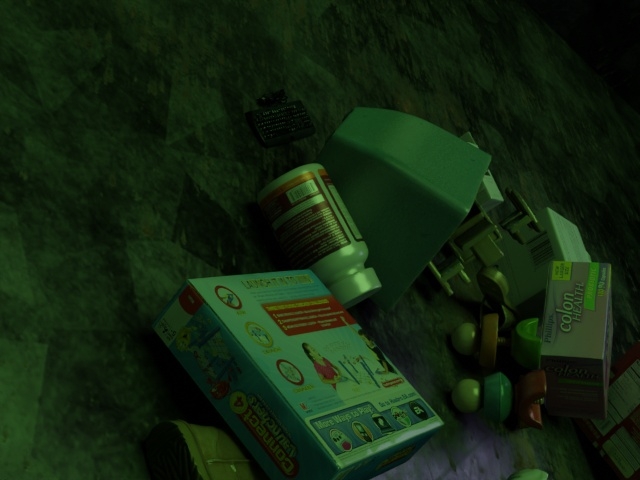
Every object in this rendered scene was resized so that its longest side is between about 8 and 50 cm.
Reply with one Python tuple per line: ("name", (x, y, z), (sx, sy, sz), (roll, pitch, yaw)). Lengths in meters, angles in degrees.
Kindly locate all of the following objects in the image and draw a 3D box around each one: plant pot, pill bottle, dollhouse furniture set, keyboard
("plant pot", (0.103, -0.082, 1.769), (0.252, 0.247, 0.248), (35, 31, 0))
("pill bottle", (0.000, 0.000, 1.638), (0.121, 0.121, 0.221), (-13, 72, -59))
("dollhouse furniture set", (0.276, -0.034, 2.000), (0.161, 0.212, 0.242), (55, 4, -4))
("keyboard", (-0.066, -0.225, 1.851), (0.100, 0.038, 0.192), (57, 29, 3))

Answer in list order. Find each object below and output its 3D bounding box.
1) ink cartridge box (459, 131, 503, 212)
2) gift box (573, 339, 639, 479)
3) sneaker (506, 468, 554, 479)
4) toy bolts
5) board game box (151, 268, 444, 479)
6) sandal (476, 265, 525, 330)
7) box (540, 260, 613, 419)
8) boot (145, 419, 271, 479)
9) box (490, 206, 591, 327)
("ink cartridge box", (0.303, -0.138, 2.237), (0.060, 0.104, 0.180), (5, 56, -52))
("gift box", (0.690, 0.380, 2.156), (0.258, 0.276, 0.255), (18, 34, -43))
("sneaker", (0.335, 0.470, 1.473), (0.292, 0.110, 0.118), (57, 27, 14))
("toy bolts", (0.312, 0.263, 1.876), (0.228, 0.158, 0.218), (-74, 165, -65))
("board game box", (-0.021, 0.178, 1.368), (0.302, 0.086, 0.308), (48, 22, 21))
("sandal", (0.335, 0.140, 2.042), (0.088, 0.079, 0.240), (27, -19, 34))
("box", (0.501, 0.195, 2.028), (0.243, 0.117, 0.214), (68, 30, -50))
("boot", (-0.067, 0.315, 1.265), (0.269, 0.089, 0.236), (14, 50, -51))
("box", (0.461, 0.061, 2.192), (0.119, 0.182, 0.181), (27, 40, -38))
